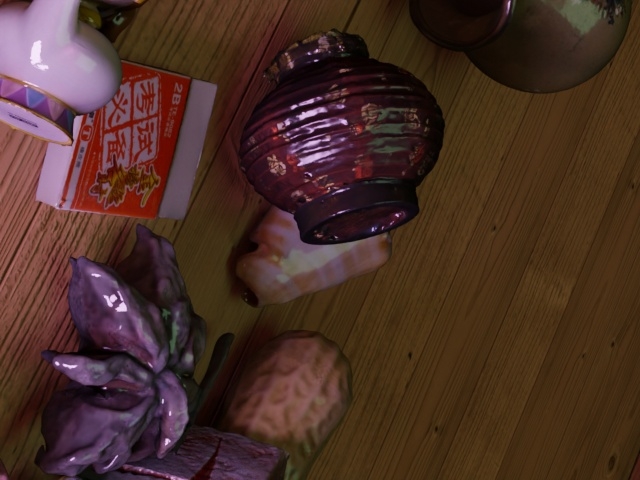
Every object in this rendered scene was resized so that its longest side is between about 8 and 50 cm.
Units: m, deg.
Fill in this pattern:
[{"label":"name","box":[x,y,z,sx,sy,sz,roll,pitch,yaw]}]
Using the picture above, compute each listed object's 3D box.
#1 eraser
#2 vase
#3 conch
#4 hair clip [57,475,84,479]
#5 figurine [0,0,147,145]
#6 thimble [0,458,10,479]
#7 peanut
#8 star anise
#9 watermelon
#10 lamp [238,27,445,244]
[{"label":"eraser","box":[-0.196,-0.104,1.849,0.230,0.038,0.157,6,99,-61]},{"label":"vase","box":[0.254,-0.371,2.381,0.302,0.240,0.329,17,62,-50]},{"label":"conch","box":[0.011,0.002,2.193,0.255,0.127,0.158,-49,145,-38]},{"label":"hair clip","box":[-0.287,0.300,1.848,0.172,0.049,0.116,-13,125,-24]},{"label":"figurine","box":[-0.220,-0.224,1.635,0.189,0.142,0.263,129,-17,-77]},{"label":"thimble","box":[-0.375,0.238,1.614,0.163,0.125,0.189,-68,153,-11]},{"label":"peanut","box":[-0.070,0.247,2.166,0.140,0.153,0.325,39,67,-21]},{"label":"star anise","box":[-0.181,0.126,1.902,0.359,0.139,0.316,-59,154,-42]},{"label":"watermelon","box":[-0.158,0.311,2.030,0.201,0.212,0.262,-69,163,-44]},{"label":"lamp","box":[0.023,-0.119,2.056,0.247,0.247,0.247,-38,137,-48]}]
